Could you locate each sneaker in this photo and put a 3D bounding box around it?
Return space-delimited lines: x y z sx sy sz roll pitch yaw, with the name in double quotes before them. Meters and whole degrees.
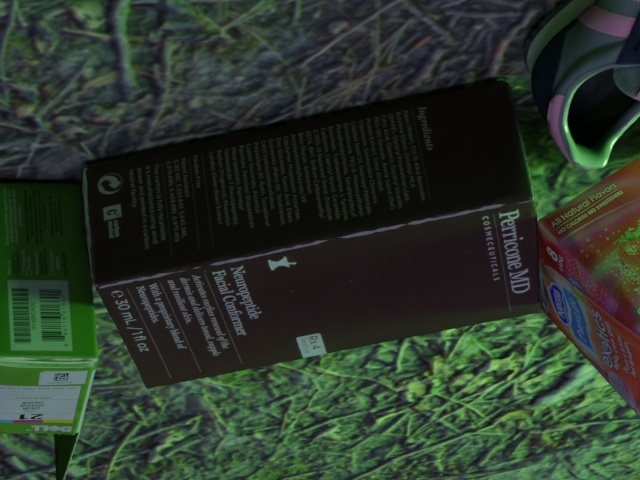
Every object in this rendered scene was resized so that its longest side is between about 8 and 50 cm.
"sneaker" 0.275 -0.179 1.492 0.112 0.131 0.319 9 142 -23

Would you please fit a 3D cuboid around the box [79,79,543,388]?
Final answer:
"box" 0.000 0.000 1.690 0.381 0.143 0.191 -13 146 4

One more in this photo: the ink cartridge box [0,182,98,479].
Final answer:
"ink cartridge box" -0.267 0.096 1.724 0.097 0.189 0.255 1 145 -15

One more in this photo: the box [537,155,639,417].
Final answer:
"box" 0.347 -0.007 1.638 0.300 0.154 0.142 -31 147 -14
